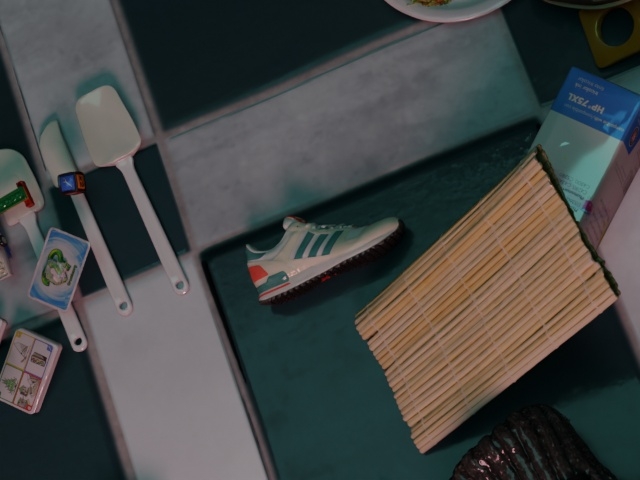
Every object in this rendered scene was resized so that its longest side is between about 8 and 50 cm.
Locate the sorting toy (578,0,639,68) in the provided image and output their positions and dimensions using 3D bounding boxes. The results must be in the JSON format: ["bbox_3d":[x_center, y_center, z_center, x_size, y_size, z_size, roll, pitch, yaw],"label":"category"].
[{"bbox_3d":[0.407,-0.250,1.701,0.347,0.047,0.196,-11,82,32],"label":"sorting toy"}]

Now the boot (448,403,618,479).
[{"bbox_3d":[0.176,0.345,1.602,0.260,0.131,0.348,41,98,26],"label":"boot"}]

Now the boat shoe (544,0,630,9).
[{"bbox_3d":[0.292,-0.273,1.691,0.257,0.095,0.095,-5,85,33],"label":"boat shoe"}]

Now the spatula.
[{"bbox_3d":[-0.235,-0.023,1.858,0.168,0.019,0.242,-28,71,6],"label":"spatula"}]

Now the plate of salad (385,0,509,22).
[{"bbox_3d":[0.130,-0.315,1.817,0.199,0.048,0.200,-4,76,14],"label":"plate of salad"}]

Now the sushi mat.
[{"bbox_3d":[0.139,0.060,1.630,0.316,0.019,0.151,-46,67,46],"label":"sushi mat"}]

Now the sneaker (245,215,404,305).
[{"bbox_3d":[0.000,0.000,1.770,0.161,0.057,0.075,-27,77,10],"label":"sneaker"}]

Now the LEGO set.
[{"bbox_3d":[-0.319,0.030,1.859,0.182,0.060,0.244,21,96,18],"label":"LEGO set"}]

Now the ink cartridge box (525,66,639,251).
[{"bbox_3d":[0.220,-0.028,1.679,0.078,0.134,0.231,27,84,18],"label":"ink cartridge box"}]
